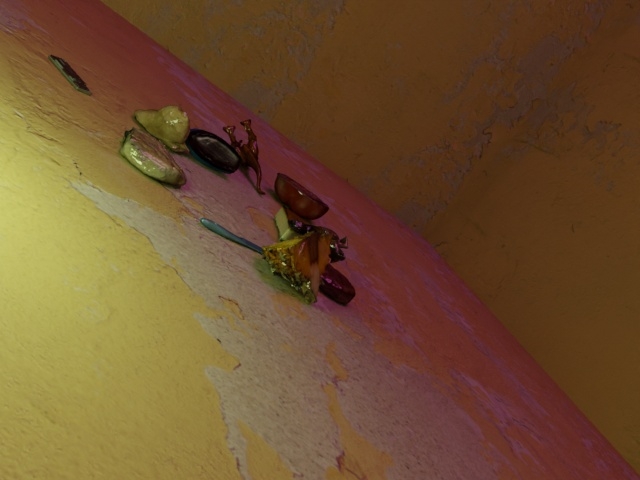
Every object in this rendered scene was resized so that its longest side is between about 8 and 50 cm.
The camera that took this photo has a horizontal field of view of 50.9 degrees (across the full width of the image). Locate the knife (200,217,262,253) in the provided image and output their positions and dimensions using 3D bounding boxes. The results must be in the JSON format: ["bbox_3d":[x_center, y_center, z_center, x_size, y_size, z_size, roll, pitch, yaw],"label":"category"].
[{"bbox_3d":[-0.181,0.006,1.640,0.313,0.019,0.044,31,11,-45],"label":"knife"}]

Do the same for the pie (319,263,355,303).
[{"bbox_3d":[0.024,0.102,1.827,0.182,0.050,0.182,39,10,-8],"label":"pie"}]

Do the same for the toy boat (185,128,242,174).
[{"bbox_3d":[-0.336,-0.275,2.025,0.097,0.100,0.223,13,-12,45],"label":"toy boat"}]

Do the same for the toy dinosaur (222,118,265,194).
[{"bbox_3d":[-0.260,-0.313,2.345,0.432,0.097,0.208,-102,174,-66],"label":"toy dinosaur"}]

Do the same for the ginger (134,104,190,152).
[{"bbox_3d":[-0.446,-0.344,1.900,0.193,0.123,0.115,35,23,13],"label":"ginger"}]

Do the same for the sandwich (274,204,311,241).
[{"bbox_3d":[-0.055,-0.015,2.001,0.162,0.058,0.193,36,13,-20],"label":"sandwich"}]

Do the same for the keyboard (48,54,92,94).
[{"bbox_3d":[-0.670,-0.446,1.803,0.166,0.017,0.055,45,13,26],"label":"keyboard"}]

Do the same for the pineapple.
[{"bbox_3d":[-0.062,0.067,1.620,0.249,0.139,0.164,-36,117,-63],"label":"pineapple"}]

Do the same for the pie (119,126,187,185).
[{"bbox_3d":[-0.400,-0.201,1.634,0.185,0.052,0.218,34,11,-20],"label":"pie"}]

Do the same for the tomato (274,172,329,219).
[{"bbox_3d":[-0.079,-0.148,2.372,0.225,0.085,0.225,34,11,-8],"label":"tomato"}]

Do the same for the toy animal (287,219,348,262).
[{"bbox_3d":[0.000,0.000,1.857,0.179,0.089,0.188,30,5,-29],"label":"toy animal"}]
